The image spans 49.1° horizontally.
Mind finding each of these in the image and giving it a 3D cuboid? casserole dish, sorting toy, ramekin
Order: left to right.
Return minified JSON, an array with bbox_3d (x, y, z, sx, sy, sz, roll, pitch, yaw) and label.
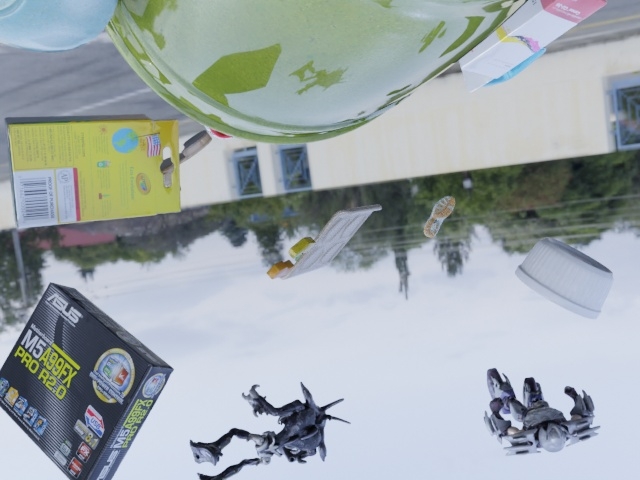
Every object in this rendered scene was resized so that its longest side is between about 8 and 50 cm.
[{"bbox_3d":[0.000,0.000,1.544,0.229,0.041,0.307,-46,166,22],"label":"sorting toy"},{"bbox_3d":[0.407,-0.391,1.532,0.114,0.037,0.188,-13,170,-21],"label":"casserole dish"},{"bbox_3d":[0.559,0.078,1.591,0.207,0.109,0.207,25,-166,-7],"label":"ramekin"}]

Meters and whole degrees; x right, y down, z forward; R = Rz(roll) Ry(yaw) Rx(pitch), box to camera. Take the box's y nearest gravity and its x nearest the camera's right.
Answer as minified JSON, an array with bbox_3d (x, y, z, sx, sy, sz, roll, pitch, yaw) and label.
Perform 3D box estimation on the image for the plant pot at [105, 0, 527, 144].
[{"bbox_3d":[0.020,-0.254,0.493,0.366,0.367,0.353,-9,-170,-17],"label":"plant pot"}]

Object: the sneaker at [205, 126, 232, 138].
[{"bbox_3d":[-0.140,-0.286,1.091,0.090,0.145,0.270,-2,140,-18],"label":"sneaker"}]

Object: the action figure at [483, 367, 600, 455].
[{"bbox_3d":[0.376,0.305,1.247,0.185,0.099,0.285,-2,-177,0],"label":"action figure"}]

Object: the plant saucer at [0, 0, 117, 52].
[{"bbox_3d":[-0.225,-0.198,0.450,0.194,0.195,0.037,-5,-137,28],"label":"plant saucer"}]

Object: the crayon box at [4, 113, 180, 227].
[{"bbox_3d":[-0.441,-0.142,1.384,0.318,0.202,0.081,-6,-160,-26],"label":"crayon box"}]

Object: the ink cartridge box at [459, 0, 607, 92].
[{"bbox_3d":[0.210,-0.268,0.805,0.067,0.115,0.198,2,158,-37],"label":"ink cartridge box"}]

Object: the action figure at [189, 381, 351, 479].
[{"bbox_3d":[-0.093,0.338,1.240,0.275,0.164,0.141,-19,-160,-21],"label":"action figure"}]

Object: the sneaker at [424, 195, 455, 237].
[{"bbox_3d":[0.210,-0.046,1.256,0.031,0.083,0.037,34,-169,-1],"label":"sneaker"}]

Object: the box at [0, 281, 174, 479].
[{"bbox_3d":[-0.387,0.224,1.114,0.270,0.216,0.060,31,-178,29],"label":"box"}]

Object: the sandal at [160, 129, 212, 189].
[{"bbox_3d":[-0.324,-0.144,1.546,0.240,0.079,0.088,-32,-155,12],"label":"sandal"}]
